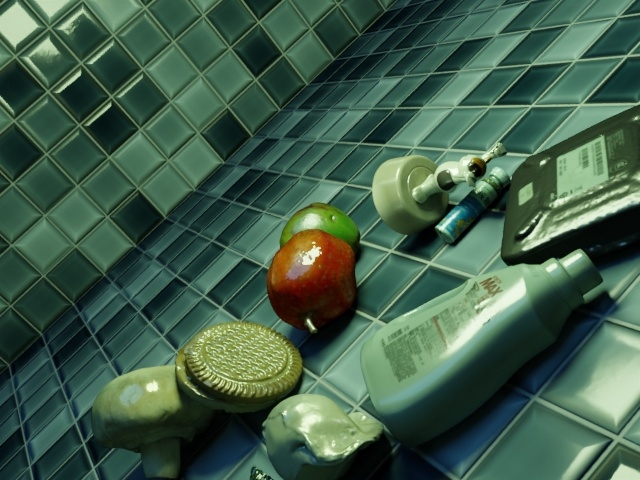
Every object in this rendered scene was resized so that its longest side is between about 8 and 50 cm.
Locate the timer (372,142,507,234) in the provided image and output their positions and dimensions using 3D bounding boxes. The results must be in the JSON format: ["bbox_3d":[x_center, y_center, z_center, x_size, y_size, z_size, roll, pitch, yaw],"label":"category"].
[{"bbox_3d":[0.256,-0.124,1.687,0.266,0.175,0.175,-20,29,51],"label":"timer"}]

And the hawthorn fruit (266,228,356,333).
[{"bbox_3d":[-0.019,0.099,1.725,0.205,0.205,0.253,-30,29,23],"label":"hawthorn fruit"}]

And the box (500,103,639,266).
[{"bbox_3d":[0.488,-0.100,1.423,0.350,0.091,0.359,-26,24,31],"label":"box"}]

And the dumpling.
[{"bbox_3d":[0.007,0.325,1.333,0.193,0.147,0.258,-5,-1,-19],"label":"dumpling"}]

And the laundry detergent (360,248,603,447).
[{"bbox_3d":[0.257,0.140,1.298,0.398,0.124,0.264,-35,22,9],"label":"laundry detergent"}]

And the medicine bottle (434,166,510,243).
[{"bbox_3d":[0.320,-0.074,1.690,0.191,0.051,0.051,-46,23,-11],"label":"medicine bottle"}]

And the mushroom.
[{"bbox_3d":[-0.340,0.385,1.679,0.260,0.254,0.234,-20,68,9],"label":"mushroom"}]

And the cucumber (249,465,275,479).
[{"bbox_3d":[-0.118,0.489,1.301,0.077,0.077,0.265,-24,28,34],"label":"cucumber"}]

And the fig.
[{"bbox_3d":[0.000,0.000,1.916,0.191,0.181,0.181,3,40,19],"label":"fig"}]

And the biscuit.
[{"bbox_3d":[-0.167,0.256,1.650,0.259,0.259,0.079,-86,7,-60],"label":"biscuit"}]
